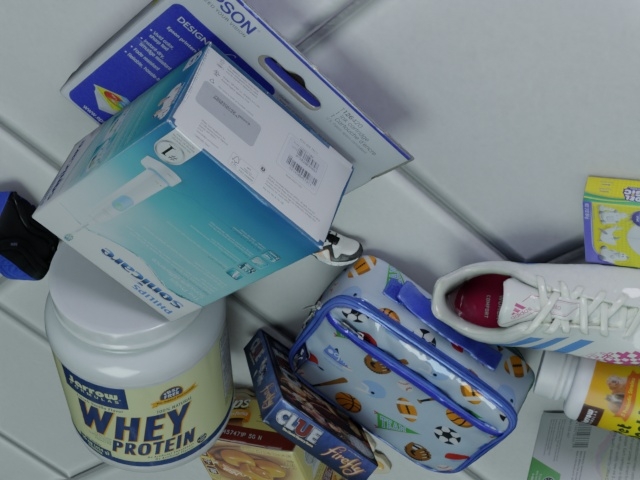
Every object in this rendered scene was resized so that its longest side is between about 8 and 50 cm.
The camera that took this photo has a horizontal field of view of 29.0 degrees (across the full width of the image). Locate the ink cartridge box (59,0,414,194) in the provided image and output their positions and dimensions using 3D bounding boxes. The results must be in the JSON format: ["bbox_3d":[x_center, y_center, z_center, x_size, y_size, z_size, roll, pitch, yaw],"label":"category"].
[{"bbox_3d":[-0.092,-0.148,1.383,0.303,0.072,0.307,41,137,-21],"label":"ink cartridge box"}]

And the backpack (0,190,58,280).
[{"bbox_3d":[-0.426,-0.004,1.700,0.101,0.098,0.120,2,152,38],"label":"backpack"}]

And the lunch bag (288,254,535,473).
[{"bbox_3d":[0.109,0.159,1.590,0.303,0.115,0.243,34,144,-3],"label":"lunch bag"}]

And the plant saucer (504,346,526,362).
[{"bbox_3d":[0.216,0.154,1.629,0.119,0.021,0.119,13,141,11],"label":"plant saucer"}]

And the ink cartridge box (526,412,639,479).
[{"bbox_3d":[0.390,0.312,1.626,0.212,0.154,0.093,-6,134,31],"label":"ink cartridge box"}]

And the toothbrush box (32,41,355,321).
[{"bbox_3d":[-0.145,-0.052,1.368,0.216,0.126,0.295,39,140,-21],"label":"toothbrush box"}]

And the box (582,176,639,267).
[{"bbox_3d":[0.376,-0.013,1.333,0.179,0.043,0.105,5,140,19],"label":"box"}]

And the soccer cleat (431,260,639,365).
[{"bbox_3d":[0.282,0.081,1.396,0.331,0.116,0.143,0,175,28],"label":"soccer cleat"}]

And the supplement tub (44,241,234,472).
[{"bbox_3d":[-0.239,0.138,1.660,0.235,0.235,0.325,14,142,11],"label":"supplement tub"}]

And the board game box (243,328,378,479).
[{"bbox_3d":[-0.018,0.221,1.676,0.165,0.243,0.042,37,98,-18],"label":"board game box"}]

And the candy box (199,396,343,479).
[{"bbox_3d":[-0.069,0.372,1.946,0.183,0.087,0.316,6,140,24],"label":"candy box"}]

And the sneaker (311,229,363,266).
[{"bbox_3d":[0.000,0.000,1.535,0.109,0.040,0.044,12,139,12],"label":"sneaker"}]

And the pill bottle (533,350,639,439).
[{"bbox_3d":[0.373,0.176,1.500,0.215,0.117,0.117,16,142,9],"label":"pill bottle"}]

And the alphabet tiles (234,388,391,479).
[{"bbox_3d":[-0.038,0.326,1.965,0.278,0.021,0.284,-7,133,33],"label":"alphabet tiles"}]
